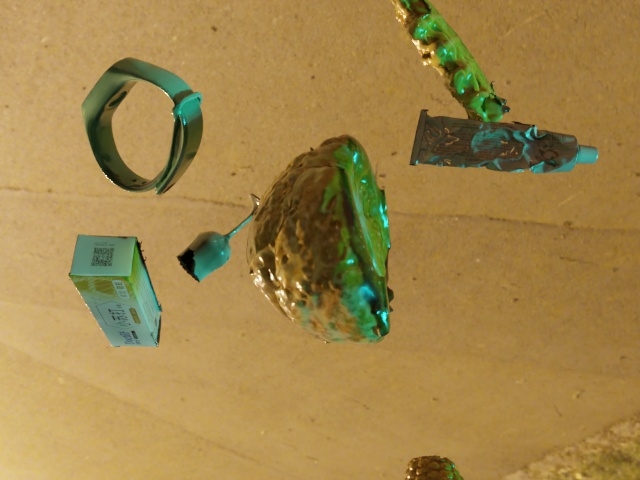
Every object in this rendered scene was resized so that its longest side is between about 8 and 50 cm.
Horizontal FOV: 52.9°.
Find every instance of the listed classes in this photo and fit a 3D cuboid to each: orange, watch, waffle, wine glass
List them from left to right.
[{"bbox_3d":[-0.284,-0.181,1.026,0.237,0.068,0.195,-36,94,37],"label":"watch"},{"bbox_3d":[-0.187,-0.004,1.264,0.079,0.195,0.079,42,161,18],"label":"wine glass"},{"bbox_3d":[0.000,0.000,0.972,0.210,0.368,0.270,-7,118,12],"label":"orange"},{"bbox_3d":[0.210,-0.289,1.028,0.060,0.312,0.307,-36,130,24],"label":"waffle"}]

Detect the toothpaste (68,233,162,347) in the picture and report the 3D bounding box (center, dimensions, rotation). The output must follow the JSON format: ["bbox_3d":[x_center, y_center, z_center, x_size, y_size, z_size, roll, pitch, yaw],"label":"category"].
[{"bbox_3d":[-0.305,0.088,0.992,0.089,0.071,0.313,1,153,-6],"label":"toothpaste"}]

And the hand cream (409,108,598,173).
[{"bbox_3d":[0.260,-0.132,0.913,0.257,0.084,0.050,9,-176,8],"label":"hand cream"}]

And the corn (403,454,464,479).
[{"bbox_3d":[0.114,0.306,0.566,0.080,0.231,0.080,0,144,0],"label":"corn"}]
